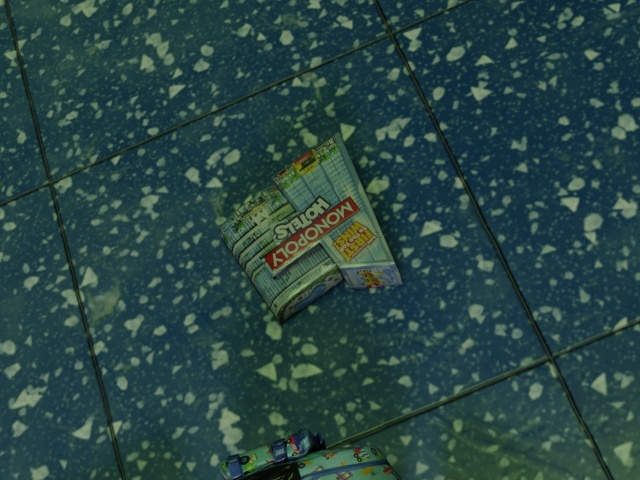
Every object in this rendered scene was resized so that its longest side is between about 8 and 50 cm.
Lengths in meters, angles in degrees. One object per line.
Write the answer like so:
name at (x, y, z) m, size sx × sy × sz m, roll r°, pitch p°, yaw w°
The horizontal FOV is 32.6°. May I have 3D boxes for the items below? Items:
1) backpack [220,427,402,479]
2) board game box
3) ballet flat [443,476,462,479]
backpack at (-0.001, 0.257, 1.117) m, size 0.173 × 0.158 × 0.117 m, roll -22°, pitch 67°, yaw 1°
board game box at (0.000, 0.000, 1.304) m, size 0.194 × 0.060 × 0.194 m, roll -35°, pitch 59°, yaw -4°
ballet flat at (0.214, 0.303, 1.096) m, size 0.068 × 0.072 × 0.213 m, roll -31°, pitch 56°, yaw -34°
